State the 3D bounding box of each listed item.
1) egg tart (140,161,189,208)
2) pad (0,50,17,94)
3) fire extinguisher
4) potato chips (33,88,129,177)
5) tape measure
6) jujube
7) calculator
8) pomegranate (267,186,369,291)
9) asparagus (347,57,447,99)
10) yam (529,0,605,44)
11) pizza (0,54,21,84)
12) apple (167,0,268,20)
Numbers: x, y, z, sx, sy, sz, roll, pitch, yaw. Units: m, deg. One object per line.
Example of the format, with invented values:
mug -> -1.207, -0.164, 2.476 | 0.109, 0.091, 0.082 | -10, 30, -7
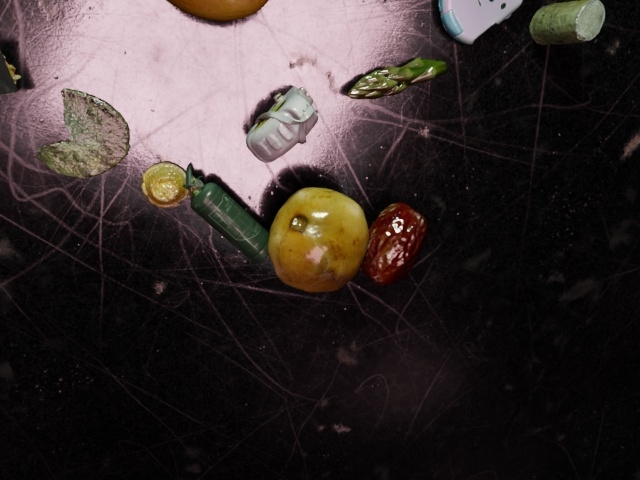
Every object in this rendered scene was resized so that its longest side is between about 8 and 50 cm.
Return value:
egg tart -> -0.413, -0.143, 1.189 | 0.128, 0.049, 0.129 | -4, 111, -11
pad -> -0.785, -0.369, 0.981 | 0.193, 0.004, 0.116 | -10, 118, -3
fire extinguisher -> -0.258, -0.072, 1.227 | 0.095, 0.114, 0.311 | -26, 123, 34
potato chips -> -0.595, -0.252, 1.116 | 0.220, 0.029, 0.202 | -46, 116, 6
tape measure -> -0.096, -0.282, 1.108 | 0.197, 0.236, 0.120 | -38, 113, 12
jujube -> 0.212, 0.016, 1.321 | 0.183, 0.183, 0.243 | 34, 94, -22
calculator -> 0.443, -0.652, 1.166 | 0.293, 0.051, 0.173 | -39, 113, 5
pomegranate -> -0.010, 0.001, 1.199 | 0.307, 0.307, 0.307 | -4, 113, -11
asparagus -> 0.198, -0.430, 1.192 | 0.287, 0.080, 0.080 | -23, 115, -11
yam -> 0.646, -0.568, 1.167 | 0.107, 0.194, 0.107 | -3, 113, -8
pizza -> -0.776, -0.404, 0.999 | 0.193, 0.053, 0.201 | 38, 105, -23
apple -> -0.223, -0.612, 0.914 | 0.275, 0.299, 0.299 | 5, 111, -30
